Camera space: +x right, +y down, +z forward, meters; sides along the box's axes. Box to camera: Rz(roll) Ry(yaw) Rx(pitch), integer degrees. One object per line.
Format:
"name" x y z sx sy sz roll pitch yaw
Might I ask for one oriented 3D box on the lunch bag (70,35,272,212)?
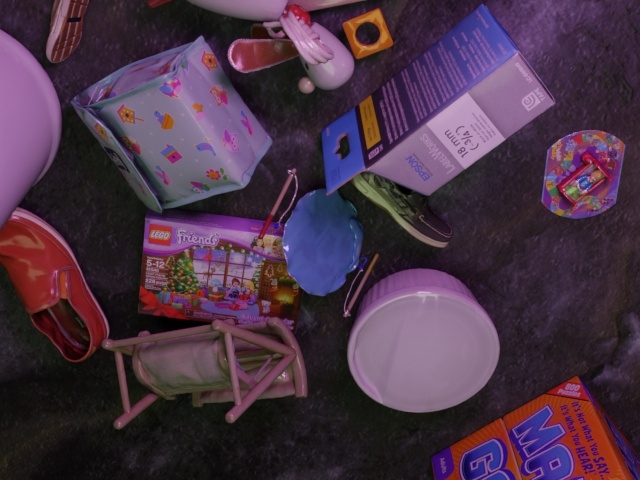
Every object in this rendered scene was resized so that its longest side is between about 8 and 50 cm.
"lunch bag" -0.250 -0.170 1.359 0.262 0.160 0.223 -13 125 32

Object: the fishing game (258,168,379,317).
"fishing game" 0.000 0.000 1.472 0.041 0.189 0.264 4 152 47

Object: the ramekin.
"ramekin" 0.181 0.173 1.572 0.273 0.127 0.272 -1 119 -1

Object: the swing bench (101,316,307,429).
"swing bench" -0.197 0.224 1.511 0.253 0.255 0.165 -11 85 27

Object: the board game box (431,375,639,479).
"board game box" 0.477 0.564 1.661 0.356 0.356 0.356 -34 114 16

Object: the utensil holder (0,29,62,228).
"utensil holder" -0.589 -0.121 1.251 0.328 0.385 0.327 0 120 -1

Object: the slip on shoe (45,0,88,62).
"slip on shoe" -0.399 -0.341 1.330 0.041 0.051 0.135 43 127 21

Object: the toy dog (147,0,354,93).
"toy dog" -0.119 -0.324 1.255 0.161 0.220 0.333 -42 86 20

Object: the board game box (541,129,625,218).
"board game box" 0.455 -0.105 1.476 0.133 0.033 0.168 -1 118 -1

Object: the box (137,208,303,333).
"box" -0.173 0.055 1.540 0.294 0.057 0.200 7 118 -5

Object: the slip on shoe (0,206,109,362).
"slip on shoe" -0.488 0.080 1.526 0.123 0.101 0.331 -20 116 12

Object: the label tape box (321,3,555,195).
"label tape box" 0.164 -0.187 1.310 0.334 0.240 0.106 -37 115 18

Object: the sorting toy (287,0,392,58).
"sorting toy" 0.026 -0.443 1.278 0.196 0.047 0.347 -8 118 8

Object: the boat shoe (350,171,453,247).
"boat shoe" 0.148 -0.072 1.464 0.224 0.080 0.073 36 118 -14
